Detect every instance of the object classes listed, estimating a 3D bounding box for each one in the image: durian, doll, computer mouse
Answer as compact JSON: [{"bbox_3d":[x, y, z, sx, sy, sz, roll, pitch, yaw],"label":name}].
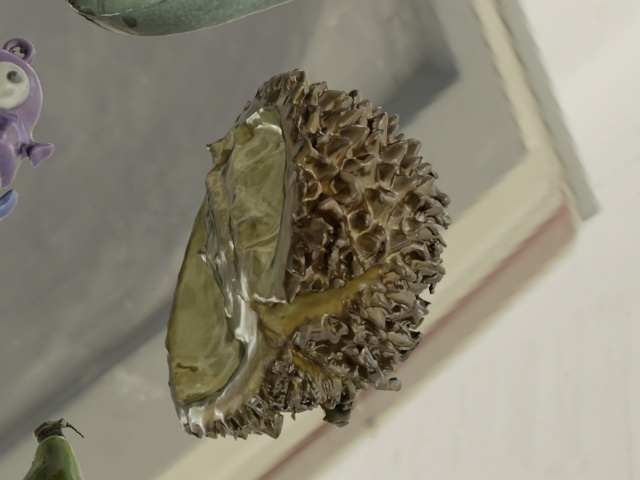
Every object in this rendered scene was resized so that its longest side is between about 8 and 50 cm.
[{"bbox_3d":[0.000,0.000,0.661,0.188,0.091,0.148,-109,-147,-53],"label":"durian"},{"bbox_3d":[-0.230,-0.047,1.073,0.067,0.110,0.206,105,10,-63],"label":"doll"},{"bbox_3d":[-0.029,-0.170,0.896,0.229,0.068,0.113,-26,-137,-29],"label":"computer mouse"}]

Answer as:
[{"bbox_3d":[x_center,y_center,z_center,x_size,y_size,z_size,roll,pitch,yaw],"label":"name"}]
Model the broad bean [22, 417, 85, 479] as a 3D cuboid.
[{"bbox_3d":[-0.171,0.200,0.911,0.065,0.046,0.254,14,-128,14],"label":"broad bean"}]
